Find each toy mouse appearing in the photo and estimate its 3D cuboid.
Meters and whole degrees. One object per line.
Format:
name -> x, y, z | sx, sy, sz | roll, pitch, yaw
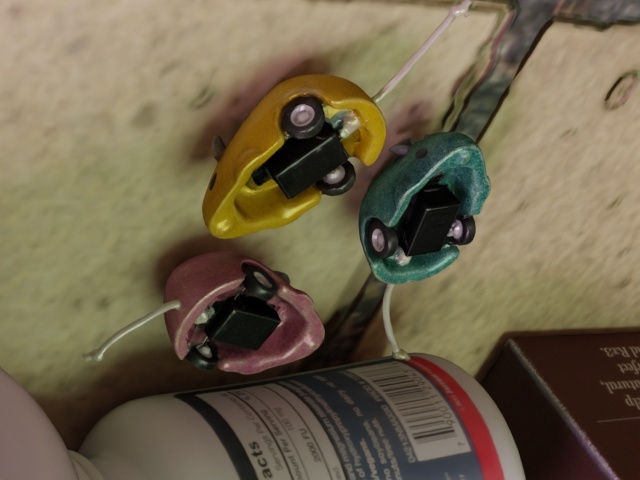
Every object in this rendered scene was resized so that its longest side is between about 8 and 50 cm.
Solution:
toy mouse -> 0.000, 0.000, 0.577 | 0.161, 0.031, 0.143 | -37, 145, 3

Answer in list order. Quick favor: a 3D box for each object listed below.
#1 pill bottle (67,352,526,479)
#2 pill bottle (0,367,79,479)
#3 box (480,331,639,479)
pill bottle -> -0.027, 0.102, 0.606 | 0.180, 0.108, 0.108 | -7, 136, -34
pill bottle -> -0.140, 0.218, 0.481 | 0.210, 0.210, 0.363 | -20, 124, -21
box -> 0.133, 0.167, 0.763 | 0.168, 0.167, 0.203 | 1, 131, -40
